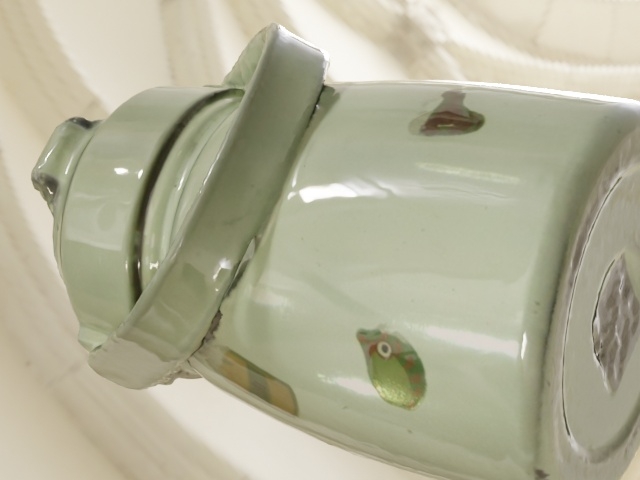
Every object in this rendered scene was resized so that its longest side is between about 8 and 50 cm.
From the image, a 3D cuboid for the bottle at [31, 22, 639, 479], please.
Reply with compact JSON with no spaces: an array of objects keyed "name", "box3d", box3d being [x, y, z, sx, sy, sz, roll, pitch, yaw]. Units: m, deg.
[{"name":"bottle","box3d":[0.000,0.000,0.892,0.351,0.229,0.229,12,-171,29]}]
